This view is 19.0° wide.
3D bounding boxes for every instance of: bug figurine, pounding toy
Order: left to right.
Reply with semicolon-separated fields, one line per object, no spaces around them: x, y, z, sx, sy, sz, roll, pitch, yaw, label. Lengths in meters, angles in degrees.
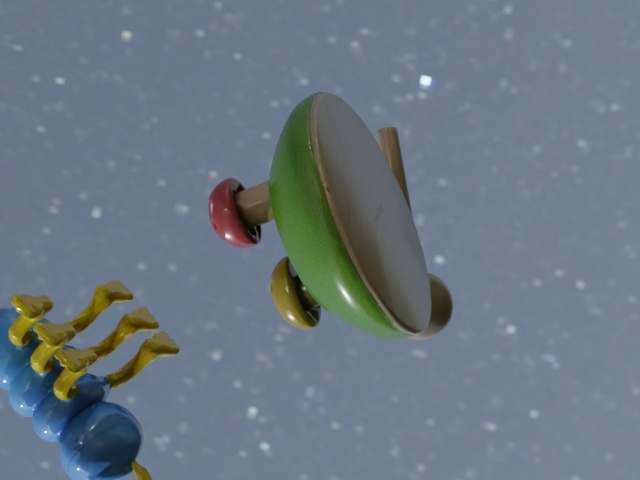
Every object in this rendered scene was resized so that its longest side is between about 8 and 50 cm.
-0.176;0.029;0.705;0.072;0.216;0.279;-47;-18;19;bug figurine
0.000;0.000;1.374;0.237;0.110;0.183;13;-123;-70;pounding toy
